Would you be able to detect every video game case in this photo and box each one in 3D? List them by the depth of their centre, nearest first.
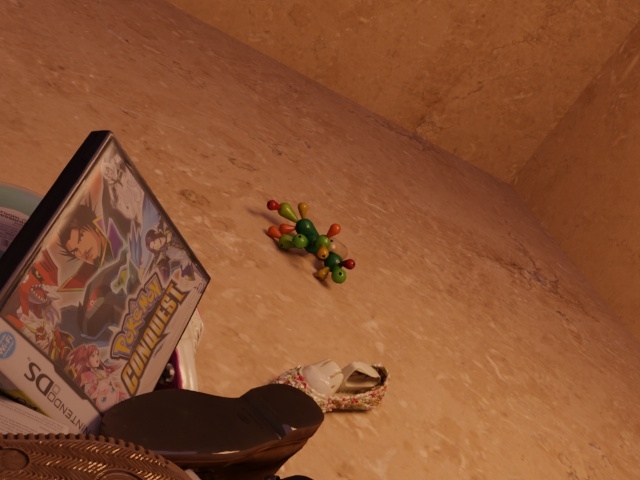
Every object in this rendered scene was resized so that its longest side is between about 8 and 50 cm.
[{"bbox_3d":[-0.232,0.067,0.935,0.248,0.035,0.274,62,40,-42],"label":"video game case"}]

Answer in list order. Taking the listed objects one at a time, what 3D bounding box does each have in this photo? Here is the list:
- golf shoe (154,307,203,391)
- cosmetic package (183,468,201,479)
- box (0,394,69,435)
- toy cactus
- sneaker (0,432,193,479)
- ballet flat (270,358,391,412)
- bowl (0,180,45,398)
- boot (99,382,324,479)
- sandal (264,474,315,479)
[{"bbox_3d":[-0.197,0.122,1.156,0.140,0.115,0.306,21,26,-40],"label":"golf shoe"},{"bbox_3d":[-0.102,0.345,0.840,0.238,0.107,0.127,40,21,19],"label":"cosmetic package"},{"bbox_3d":[-0.305,0.210,0.816,0.101,0.102,0.087,30,20,-16],"label":"box"},{"bbox_3d":[0.000,0.000,1.740,0.219,0.112,0.180,38,10,30],"label":"toy cactus"},{"bbox_3d":[-0.247,0.243,0.727,0.282,0.153,0.099,12,23,-20],"label":"sneaker"},{"bbox_3d":[0.020,0.211,1.335,0.241,0.077,0.091,6,36,-51],"label":"ballet flat"},{"bbox_3d":[-0.360,0.049,0.991,0.312,0.163,0.311,31,22,-14],"label":"bowl"},{"bbox_3d":[-0.125,0.236,1.001,0.305,0.115,0.112,9,28,-49],"label":"boot"},{"bbox_3d":[-0.039,0.298,1.015,0.097,0.054,0.254,34,6,17],"label":"sandal"}]
